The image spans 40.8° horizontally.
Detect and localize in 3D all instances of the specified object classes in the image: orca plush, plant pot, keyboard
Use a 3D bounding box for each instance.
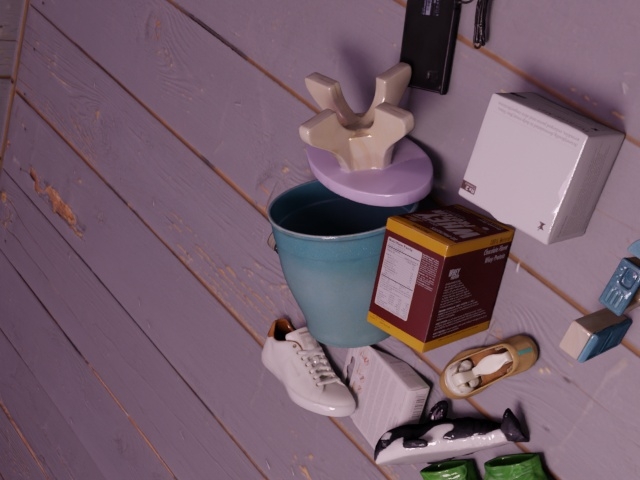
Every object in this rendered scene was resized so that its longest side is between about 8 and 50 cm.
[{"bbox_3d":[0.223,0.332,1.551,0.287,0.151,0.102,-28,54,40],"label":"orca plush"},{"bbox_3d":[0.054,0.047,1.584,0.271,0.271,0.255,18,125,42],"label":"plant pot"},{"bbox_3d":[0.224,-0.410,1.471,0.201,0.033,0.317,26,117,47],"label":"keyboard"}]

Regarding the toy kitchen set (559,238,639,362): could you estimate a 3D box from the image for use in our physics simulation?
[{"bbox_3d":[0.480,0.111,1.238,0.166,0.122,0.207,41,124,33],"label":"toy kitchen set"}]

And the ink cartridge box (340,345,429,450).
[{"bbox_3d":[0.119,0.307,1.715,0.225,0.056,0.181,47,130,53],"label":"ink cartridge box"}]

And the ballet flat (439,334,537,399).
[{"bbox_3d":[0.274,0.224,1.507,0.232,0.073,0.080,-39,69,43],"label":"ballet flat"}]

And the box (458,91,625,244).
[{"bbox_3d":[0.341,-0.117,1.341,0.181,0.119,0.182,35,121,36],"label":"box"}]

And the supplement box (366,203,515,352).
[{"bbox_3d":[0.204,0.059,1.462,0.129,0.191,0.194,29,118,39],"label":"supplement box"}]

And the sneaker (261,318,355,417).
[{"bbox_3d":[-0.029,0.258,1.793,0.290,0.105,0.123,33,119,44],"label":"sneaker"}]

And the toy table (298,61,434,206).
[{"bbox_3d":[0.078,-0.191,1.523,0.274,0.252,0.161,20,140,32],"label":"toy table"}]

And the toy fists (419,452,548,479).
[{"bbox_3d":[0.290,0.465,1.521,0.279,0.096,0.142,-22,83,44],"label":"toy fists"}]

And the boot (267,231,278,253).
[{"bbox_3d":[0.001,0.000,1.743,0.179,0.085,0.236,55,133,18],"label":"boot"}]
